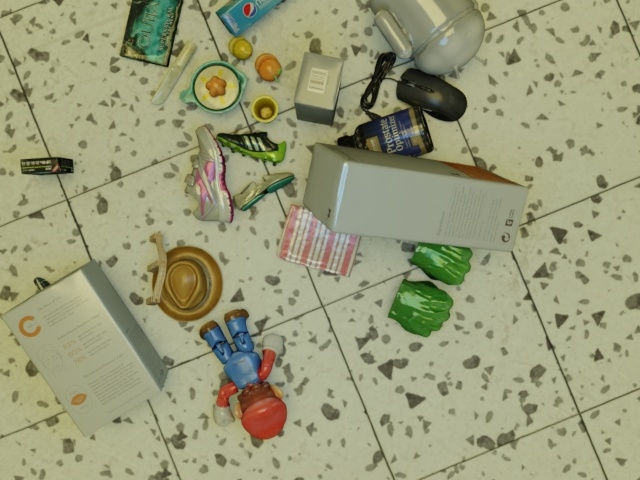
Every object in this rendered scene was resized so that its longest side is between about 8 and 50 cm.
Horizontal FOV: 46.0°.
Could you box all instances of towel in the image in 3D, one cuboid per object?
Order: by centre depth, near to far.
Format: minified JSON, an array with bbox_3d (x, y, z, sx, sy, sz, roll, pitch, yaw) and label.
[{"bbox_3d":[0.000,0.000,1.903,0.197,0.029,0.144,16,99,-2],"label":"towel"}]

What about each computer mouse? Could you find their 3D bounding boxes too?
[{"bbox_3d":[0.232,-0.352,1.906,0.262,0.060,0.184,30,88,1],"label":"computer mouse"}]

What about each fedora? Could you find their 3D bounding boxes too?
[{"bbox_3d":[-0.337,0.109,1.882,0.195,0.079,0.194,0,89,0],"label":"fedora"}]

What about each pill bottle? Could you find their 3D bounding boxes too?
[{"bbox_3d":[0.159,-0.244,1.862,0.219,0.123,0.122,-18,89,13],"label":"pill bottle"}]

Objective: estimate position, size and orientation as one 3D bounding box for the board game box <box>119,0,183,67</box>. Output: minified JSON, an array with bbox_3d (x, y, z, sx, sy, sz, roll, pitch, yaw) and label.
[{"bbox_3d":[-0.431,-0.547,1.925,0.126,0.026,0.186,12,89,0],"label":"board game box"}]

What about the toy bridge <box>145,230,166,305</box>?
[{"bbox_3d":[-0.403,0.063,1.863,0.026,0.063,0.188,15,64,-36],"label":"toy bridge"}]

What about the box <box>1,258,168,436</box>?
[{"bbox_3d":[-0.554,0.252,1.808,0.215,0.168,0.345,-31,99,-1],"label":"box"}]

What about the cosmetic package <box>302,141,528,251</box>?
[{"bbox_3d":[0.214,-0.101,1.737,0.454,0.230,0.161,5,106,-20],"label":"cosmetic package"}]

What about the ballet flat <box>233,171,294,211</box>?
[{"bbox_3d":[-0.146,-0.137,1.903,0.168,0.057,0.052,-32,79,-1],"label":"ballet flat"}]

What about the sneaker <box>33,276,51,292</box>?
[{"bbox_3d":[-0.693,0.157,1.895,0.058,0.052,0.135,-29,88,3],"label":"sneaker"}]

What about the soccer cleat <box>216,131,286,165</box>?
[{"bbox_3d":[-0.174,-0.247,1.907,0.179,0.060,0.072,18,79,-6],"label":"soccer cleat"}]

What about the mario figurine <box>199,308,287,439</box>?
[{"bbox_3d":[-0.184,0.341,1.878,0.198,0.170,0.320,-33,76,35],"label":"mario figurine"}]

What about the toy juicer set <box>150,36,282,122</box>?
[{"bbox_3d":[-0.253,-0.420,1.891,0.329,0.089,0.209,11,89,0],"label":"toy juicer set"}]

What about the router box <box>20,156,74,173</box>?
[{"bbox_3d":[-0.675,-0.183,1.867,0.092,0.122,0.038,-3,93,0],"label":"router box"}]

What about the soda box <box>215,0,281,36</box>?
[{"bbox_3d":[-0.158,-0.607,1.895,0.210,0.071,0.067,-38,121,-1],"label":"soda box"}]

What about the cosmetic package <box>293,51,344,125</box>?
[{"bbox_3d":[-0.004,-0.360,1.819,0.107,0.238,0.127,11,91,3],"label":"cosmetic package"}]

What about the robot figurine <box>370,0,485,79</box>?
[{"bbox_3d":[0.262,-0.553,1.841,0.300,0.200,0.353,-37,88,-25],"label":"robot figurine"}]

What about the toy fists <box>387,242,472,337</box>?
[{"bbox_3d":[0.282,0.104,1.880,0.142,0.096,0.279,24,90,10],"label":"toy fists"}]

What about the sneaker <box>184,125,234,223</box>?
[{"bbox_3d":[-0.290,-0.160,1.878,0.111,0.103,0.252,-10,88,-2],"label":"sneaker"}]
